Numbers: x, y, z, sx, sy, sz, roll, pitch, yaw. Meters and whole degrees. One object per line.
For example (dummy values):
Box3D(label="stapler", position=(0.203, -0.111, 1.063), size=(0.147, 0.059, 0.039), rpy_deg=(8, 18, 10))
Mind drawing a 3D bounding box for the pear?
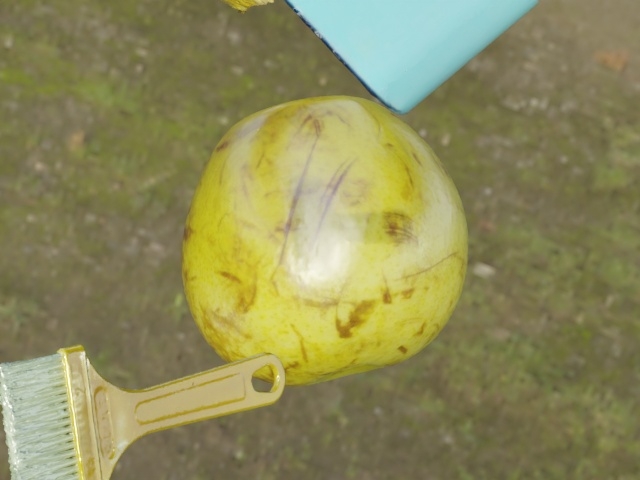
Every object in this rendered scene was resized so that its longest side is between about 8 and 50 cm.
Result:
Box3D(label="pear", position=(0.000, 0.000, 1.589), size=(0.284, 0.283, 0.283), rpy_deg=(15, 27, -8))

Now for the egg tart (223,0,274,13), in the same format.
Box3D(label="egg tart", position=(-0.054, -0.322, 1.869), size=(0.252, 0.098, 0.232), rpy_deg=(-17, 20, 32))

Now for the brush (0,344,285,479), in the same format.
Box3D(label="brush", position=(-0.085, 0.087, 0.879), size=(0.011, 0.083, 0.205), rpy_deg=(-6, 3, 39))

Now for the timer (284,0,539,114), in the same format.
Box3D(label="timer", position=(-0.009, -0.203, 0.845), size=(0.232, 0.091, 0.250), rpy_deg=(44, 15, -25))
